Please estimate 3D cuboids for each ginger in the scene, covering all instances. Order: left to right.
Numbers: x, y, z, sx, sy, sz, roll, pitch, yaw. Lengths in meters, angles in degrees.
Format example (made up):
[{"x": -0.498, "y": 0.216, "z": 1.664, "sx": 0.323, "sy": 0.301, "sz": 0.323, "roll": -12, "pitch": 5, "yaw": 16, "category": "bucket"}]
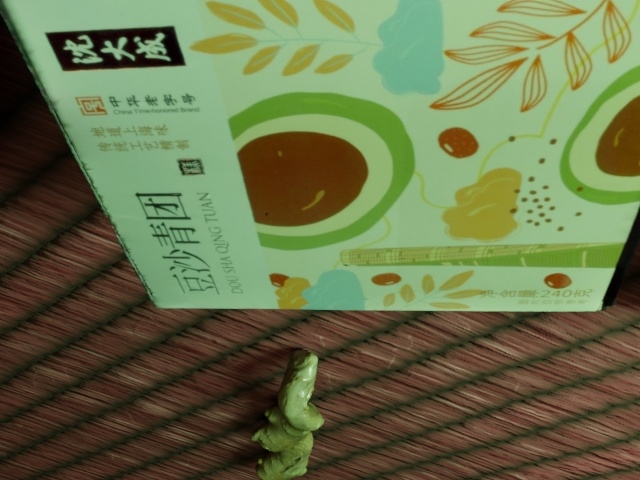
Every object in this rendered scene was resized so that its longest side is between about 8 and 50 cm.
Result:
[{"x": -0.042, "y": 0.235, "z": 1.019, "sx": 0.089, "sy": 0.075, "sz": 0.288, "roll": 15, "pitch": 140, "yaw": 5, "category": "ginger"}]

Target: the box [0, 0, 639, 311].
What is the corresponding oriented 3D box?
[{"x": 0.036, "y": -0.081, "z": 0.569, "sx": 0.386, "sy": 0.122, "sz": 0.344, "roll": 0, "pitch": 146, "yaw": 7, "category": "box"}]
